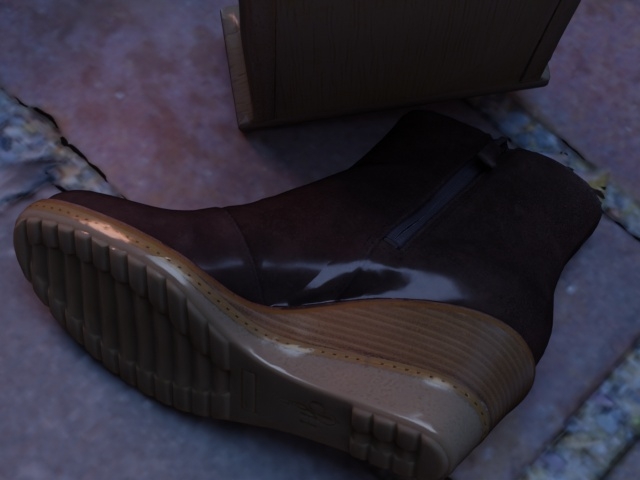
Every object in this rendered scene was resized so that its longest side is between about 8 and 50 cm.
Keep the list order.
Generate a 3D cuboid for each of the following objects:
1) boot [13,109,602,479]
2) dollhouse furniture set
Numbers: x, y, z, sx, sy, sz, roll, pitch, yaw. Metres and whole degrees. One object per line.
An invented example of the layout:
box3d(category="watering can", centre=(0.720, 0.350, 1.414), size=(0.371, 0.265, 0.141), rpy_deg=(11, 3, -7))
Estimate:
box3d(category="boot", centre=(0.000, 0.000, 0.724), size=(0.248, 0.090, 0.207), rpy_deg=(25, 45, 11))
box3d(category="dollhouse furniture set", centre=(0.014, -0.286, 0.705), size=(0.362, 0.256, 0.394), rpy_deg=(-9, 77, -4))
